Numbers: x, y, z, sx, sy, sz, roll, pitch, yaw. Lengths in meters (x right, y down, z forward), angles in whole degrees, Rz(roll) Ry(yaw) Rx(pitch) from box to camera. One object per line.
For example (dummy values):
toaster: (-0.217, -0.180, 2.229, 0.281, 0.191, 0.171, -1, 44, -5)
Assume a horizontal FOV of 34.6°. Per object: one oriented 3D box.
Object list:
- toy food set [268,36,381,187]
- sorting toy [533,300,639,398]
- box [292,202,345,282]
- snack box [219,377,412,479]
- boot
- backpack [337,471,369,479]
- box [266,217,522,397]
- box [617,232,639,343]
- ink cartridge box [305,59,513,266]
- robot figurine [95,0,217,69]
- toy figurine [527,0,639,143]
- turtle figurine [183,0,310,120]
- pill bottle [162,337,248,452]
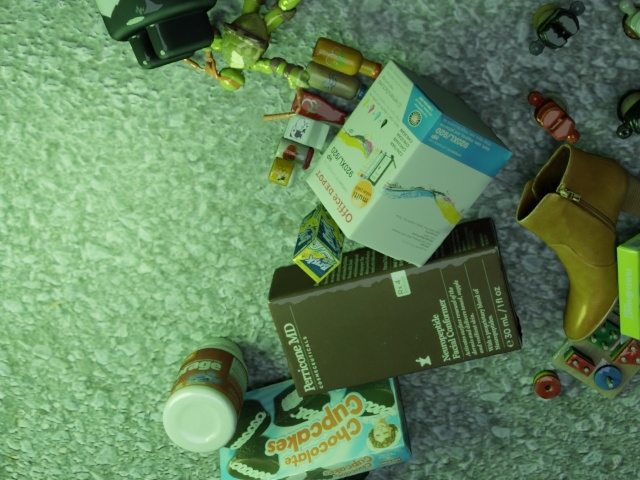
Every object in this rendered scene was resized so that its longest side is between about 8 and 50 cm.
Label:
toy food set: (0.005, -0.186, 1.589, 0.104, 0.111, 0.232, 19, 96, -6)
sorting toy: (0.491, 0.189, 1.740, 0.132, 0.046, 0.274, 33, 109, -9)
box: (0.000, 0.000, 1.635, 0.059, 0.169, 0.054, 43, 108, -13)
snack box: (-0.015, 0.320, 1.751, 0.321, 0.187, 0.060, -18, 138, 10)
boot: (0.386, 0.005, 1.615, 0.211, 0.104, 0.295, 17, 101, -26)
backpack: (0.000, 0.403, 1.821, 0.182, 0.115, 0.152, -41, 118, 20)
box: (0.122, 0.110, 1.688, 0.381, 0.143, 0.191, -14, 110, 11)
box: (0.520, 0.073, 1.630, 0.109, 0.042, 0.178, -27, 120, -32)
ink cartridge box: (0.129, -0.112, 1.552, 0.168, 0.171, 0.233, 21, 114, -38)
robot figurine: (-0.257, -0.394, 1.485, 0.209, 0.173, 0.278, -19, 97, 16)
toy figurine: (0.414, -0.252, 1.528, 0.213, 0.148, 0.210, -3, 105, 7)
turtle figurine: (-0.112, -0.315, 1.542, 0.269, 0.087, 0.217, 29, 96, 29)
pill bottle: (-0.186, 0.250, 1.720, 0.121, 0.216, 0.121, 1, 111, 3)
